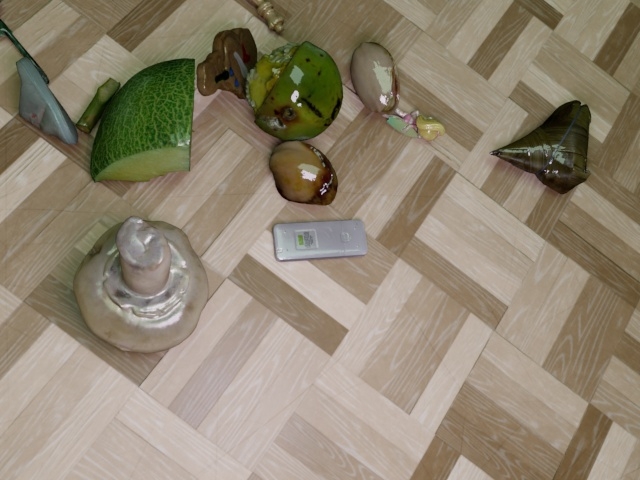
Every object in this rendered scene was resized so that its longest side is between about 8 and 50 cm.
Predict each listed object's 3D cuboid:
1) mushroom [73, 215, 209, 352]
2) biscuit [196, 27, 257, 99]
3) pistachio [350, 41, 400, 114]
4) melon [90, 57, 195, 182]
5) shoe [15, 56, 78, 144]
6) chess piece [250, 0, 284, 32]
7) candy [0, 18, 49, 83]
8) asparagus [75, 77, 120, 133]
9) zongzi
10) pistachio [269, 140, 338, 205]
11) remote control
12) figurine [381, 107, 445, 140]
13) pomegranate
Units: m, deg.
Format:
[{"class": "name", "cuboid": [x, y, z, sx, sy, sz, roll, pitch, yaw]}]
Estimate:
[{"class": "mushroom", "cuboid": [-0.391, 0.080, 1.315, 0.315, 0.336, 0.314, 4, 65, -9]}, {"class": "biscuit", "cuboid": [-0.235, -0.454, 1.576, 0.320, 0.047, 0.183, -49, 130, -58]}, {"class": "pistachio", "cuboid": [0.157, -0.462, 1.709, 0.144, 0.144, 0.215, -17, 79, -18]}, {"class": "melon", "cuboid": [-0.411, -0.320, 1.517, 0.226, 0.331, 0.343, 21, 56, -47]}, {"class": "shoe", "cuboid": [-0.695, -0.331, 1.481, 0.100, 0.103, 0.251, -31, 83, -12]}, {"class": "chess piece", "cuboid": [-0.161, -0.671, 1.738, 0.060, 0.060, 0.172, -35, 87, -20]}, {"class": "candy", "cuboid": [-0.800, -0.528, 1.531, 0.097, 0.097, 0.323, -40, 94, -21]}, {"class": "asparagus", "cuboid": [-0.567, -0.352, 1.546, 0.041, 0.045, 0.178, 8, 62, 29]}, {"class": "zongzi", "cuboid": [0.654, -0.314, 1.797, 0.300, 0.138, 0.285, 16, 69, -7]}, {"class": "pistachio", "cuboid": [-0.044, -0.172, 1.585, 0.210, 0.165, 0.131, 41, 29, 13]}, {"class": "remote control", "cuboid": [0.000, 0.000, 1.592, 0.250, 0.034, 0.103, -4, 75, -16]}, {"class": "figurine", "cuboid": [0.269, -0.342, 1.743, 0.188, 0.083, 0.083, 28, 69, 5]}, {"class": "pomegranate", "cuboid": [-0.053, -0.406, 1.596, 0.261, 0.260, 0.340, 35, 45, -2]}]
